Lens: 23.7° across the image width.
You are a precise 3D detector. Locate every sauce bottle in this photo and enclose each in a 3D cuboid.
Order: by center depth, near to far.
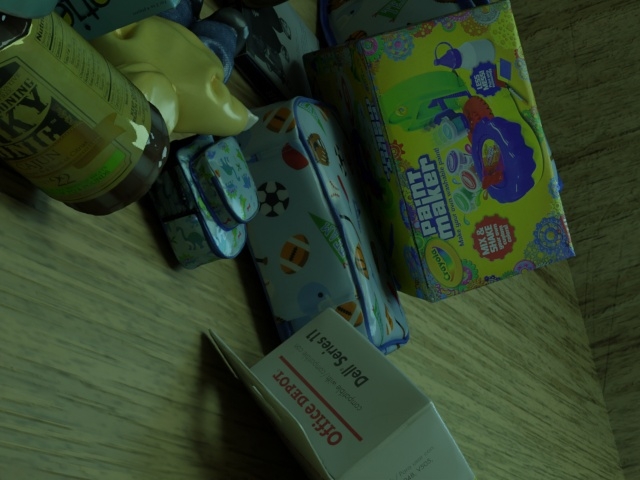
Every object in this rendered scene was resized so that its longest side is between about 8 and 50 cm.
[{"bbox_3d":[-0.238,-0.134,1.067,0.344,0.111,0.111,41,35,-50],"label":"sauce bottle"}]

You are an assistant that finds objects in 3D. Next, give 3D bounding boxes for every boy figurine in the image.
[{"bbox_3d":[-0.137,-0.143,1.363,0.177,0.092,0.285,33,30,-9],"label":"boy figurine"}]

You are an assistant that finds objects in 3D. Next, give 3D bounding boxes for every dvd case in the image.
[{"bbox_3d":[-0.052,-0.230,1.835,0.238,0.030,0.179,47,30,-54],"label":"dvd case"}]

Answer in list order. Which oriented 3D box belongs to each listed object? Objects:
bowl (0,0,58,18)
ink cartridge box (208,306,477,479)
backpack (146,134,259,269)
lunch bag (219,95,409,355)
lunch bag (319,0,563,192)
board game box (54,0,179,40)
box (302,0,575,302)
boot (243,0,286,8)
[{"bbox_3d":[-0.236,-0.305,0.960,0.311,0.163,0.311,43,14,-13],"label":"bowl"},{"bbox_3d":[0.053,0.206,1.441,0.207,0.119,0.353,40,-15,53],"label":"ink cartridge box"},{"bbox_3d":[-0.106,-0.036,1.397,0.105,0.084,0.114,-47,120,-67],"label":"backpack"},{"bbox_3d":[0.000,0.000,1.633,0.243,0.115,0.303,-1,75,-77],"label":"lunch bag"},{"bbox_3d":[0.156,-0.236,2.148,0.328,0.239,0.385,58,6,-34],"label":"lunch bag"},{"bbox_3d":[-0.221,-0.308,1.224,0.142,0.144,0.275,-74,142,-61],"label":"board game box"},{"bbox_3d":[0.125,-0.102,1.737,0.279,0.177,0.290,-162,-124,-76],"label":"box"},{"bbox_3d":[-0.098,-0.350,1.710,0.197,0.073,0.152,19,43,-58],"label":"boot"}]
